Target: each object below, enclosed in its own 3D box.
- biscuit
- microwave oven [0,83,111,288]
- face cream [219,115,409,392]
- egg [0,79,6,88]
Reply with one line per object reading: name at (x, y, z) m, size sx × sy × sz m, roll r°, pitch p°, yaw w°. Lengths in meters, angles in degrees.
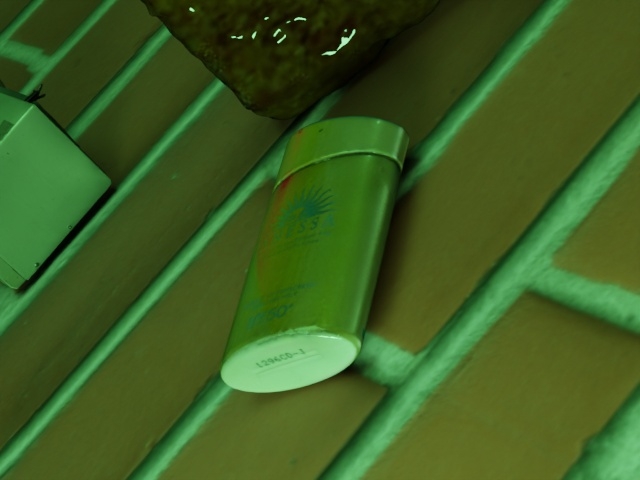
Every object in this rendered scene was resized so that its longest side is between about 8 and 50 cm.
biscuit at (-0.041, -0.332, 1.647) m, size 0.342 × 0.395 × 0.166 m, roll -38°, pitch 36°, yaw 14°
microwave oven at (-0.368, -0.072, 1.931) m, size 0.194 × 0.145 × 0.240 m, roll -48°, pitch 31°, yaw -14°
face cream at (0.000, 0.000, 1.491) m, size 0.139 × 0.067 × 0.285 m, roll -18°, pitch 38°, yaw 31°
egg at (-0.461, -0.165, 2.192) m, size 0.135 × 0.103 × 0.103 m, roll -29°, pitch 33°, yaw 16°
